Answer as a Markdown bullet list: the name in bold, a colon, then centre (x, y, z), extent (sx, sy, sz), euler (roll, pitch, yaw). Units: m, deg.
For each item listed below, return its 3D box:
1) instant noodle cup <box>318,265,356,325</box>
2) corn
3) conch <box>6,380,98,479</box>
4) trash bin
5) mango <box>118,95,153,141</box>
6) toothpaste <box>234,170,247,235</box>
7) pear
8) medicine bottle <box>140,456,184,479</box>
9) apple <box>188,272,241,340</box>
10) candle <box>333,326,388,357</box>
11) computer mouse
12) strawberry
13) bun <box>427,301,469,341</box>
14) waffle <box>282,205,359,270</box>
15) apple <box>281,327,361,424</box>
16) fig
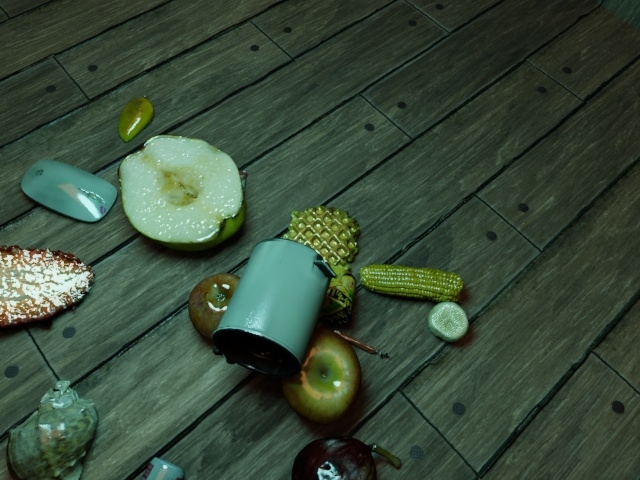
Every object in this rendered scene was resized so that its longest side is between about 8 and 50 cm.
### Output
- **instant noodle cup**: centre (0.031, 0.153, 1.396), extent (0.151, 0.151, 0.122), euler (18, 51, 6)
- **corn**: centre (0.263, 0.123, 1.439), extent (0.312, 0.102, 0.102), euler (6, 62, 1)
- **conch**: centre (-0.648, 0.485, 1.171), extent (0.210, 0.159, 0.291), euler (-3, 64, -6)
- **trash bin**: centre (-0.109, 0.160, 1.187), extent (0.277, 0.217, 0.263), euler (-13, 43, 36)
- **mango**: centre (-0.641, -0.423, 1.701), extent (0.101, 0.066, 0.187), euler (20, 72, 8)
- **toothpaste**: centre (-0.267, -0.125, 1.577), extent (0.062, 0.039, 0.239), euler (-5, 61, 2)
- **pear**: centre (-0.402, -0.120, 1.480), extent (0.386, 0.191, 0.340), euler (42, 72, 17)
- **medicine bottle**: centre (-0.408, 0.628, 1.147), extent (0.090, 0.090, 0.217), euler (23, 64, 9)
- **apple**: centre (-0.265, 0.180, 1.341), extent (0.188, 0.174, 0.188), euler (3, 62, -5)
- **candle**: centre (0.112, 0.293, 1.387), extent (0.167, 0.021, 0.026), euler (25, 42, 11)
- **computer mouse**: centre (-0.789, -0.163, 1.537), extent (0.288, 0.097, 0.159), euler (20, 61, 8)
- **strawberry**: centre (-0.806, 0.136, 1.381), extent (0.306, 0.137, 0.233), euler (6, 80, -28)
- **bun**: centre (0.363, 0.232, 1.401), extent (0.115, 0.069, 0.115), euler (-3, 75, 12)
- **waffle**: centre (0.000, 0.000, 1.521), extent (0.243, 0.059, 0.238), euler (2, 65, 1)
- **apple**: centre (-0.002, 0.348, 1.273), extent (0.210, 0.173, 0.235), euler (12, 70, -5)
- **fig**: centre (0.062, 0.538, 1.174), extent (0.203, 0.186, 0.249), euler (32, 56, 33)
